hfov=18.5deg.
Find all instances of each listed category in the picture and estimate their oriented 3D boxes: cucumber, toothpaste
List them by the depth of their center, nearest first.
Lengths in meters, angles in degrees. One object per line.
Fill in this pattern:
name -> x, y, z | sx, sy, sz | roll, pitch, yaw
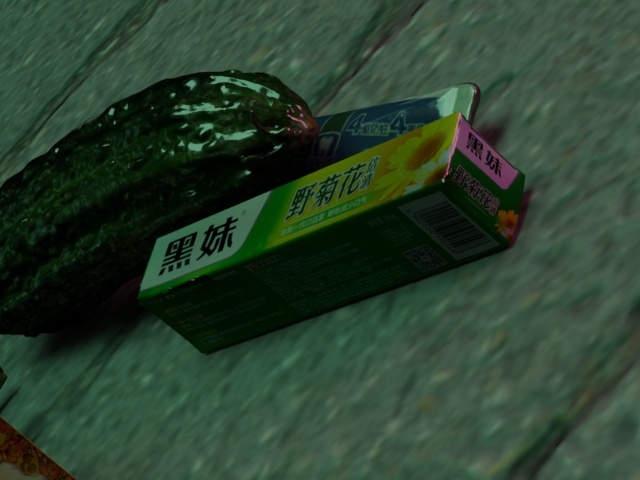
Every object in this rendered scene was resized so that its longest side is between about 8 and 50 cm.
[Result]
toothpaste -> 0.000, 0.000, 0.782 | 0.178, 0.043, 0.037 | -21, 43, 42
toothpaste -> 0.000, -0.035, 0.858 | 0.197, 0.035, 0.057 | -2, 66, 55
cucumber -> -0.093, -0.020, 0.891 | 0.265, 0.077, 0.077 | -32, 26, 49

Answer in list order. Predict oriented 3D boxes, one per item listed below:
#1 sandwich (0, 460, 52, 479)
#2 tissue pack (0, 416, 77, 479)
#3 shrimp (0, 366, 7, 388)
sandwich -> -0.197, 0.173, 0.615 | 0.301, 0.162, 0.250 | -42, 58, -7
tissue pack -> -0.179, 0.143, 0.781 | 0.176, 0.095, 0.062 | -51, 24, -14
shrimp -> -0.190, 0.118, 0.891 | 0.132, 0.051, 0.187 | -30, 32, 41
